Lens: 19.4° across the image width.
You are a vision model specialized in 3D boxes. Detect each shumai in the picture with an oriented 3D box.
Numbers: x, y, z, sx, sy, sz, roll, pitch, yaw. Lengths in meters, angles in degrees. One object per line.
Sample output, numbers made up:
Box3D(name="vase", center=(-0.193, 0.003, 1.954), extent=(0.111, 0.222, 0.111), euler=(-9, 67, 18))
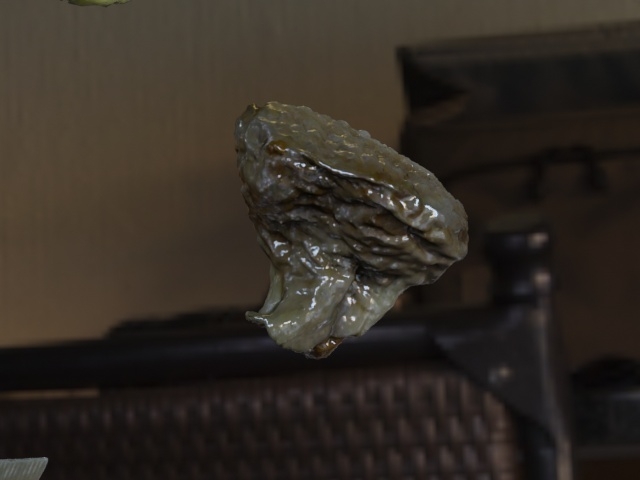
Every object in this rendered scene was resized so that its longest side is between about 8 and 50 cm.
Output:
Box3D(name="shumai", center=(0.000, 0.000, 1.453), extent=(0.206, 0.175, 0.166), euler=(30, 10, -16))

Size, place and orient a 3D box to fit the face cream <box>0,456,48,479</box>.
Box3D(name="face cream", center=(-0.285, 0.283, 1.177), extent=(0.084, 0.341, 0.137), euler=(36, 19, 35))

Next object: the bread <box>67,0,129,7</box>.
Box3D(name="bread", center=(-0.175, -0.385, 1.318), extent=(0.245, 0.361, 0.233), euler=(-32, -24, -27))
